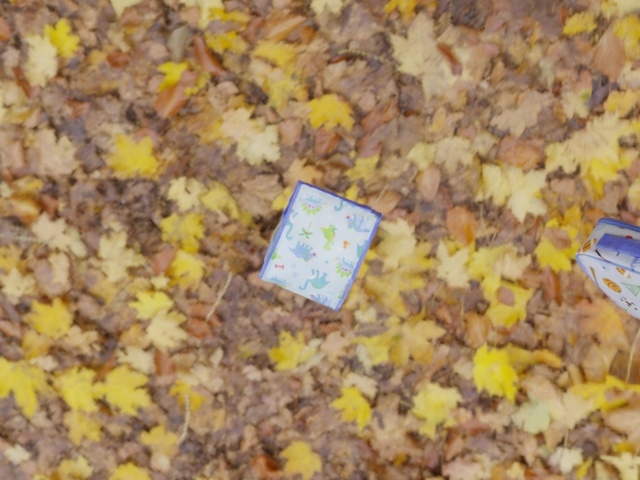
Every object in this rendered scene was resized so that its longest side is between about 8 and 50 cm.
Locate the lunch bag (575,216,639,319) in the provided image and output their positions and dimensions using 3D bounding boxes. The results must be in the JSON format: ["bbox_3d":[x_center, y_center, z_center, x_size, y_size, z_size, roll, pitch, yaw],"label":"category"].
[{"bbox_3d":[0.585,0.070,1.556,0.243,0.303,0.115,43,81,-26],"label":"lunch bag"}]

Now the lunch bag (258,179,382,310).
[{"bbox_3d":[0.000,0.000,1.301,0.129,0.096,0.151,21,120,-6],"label":"lunch bag"}]
